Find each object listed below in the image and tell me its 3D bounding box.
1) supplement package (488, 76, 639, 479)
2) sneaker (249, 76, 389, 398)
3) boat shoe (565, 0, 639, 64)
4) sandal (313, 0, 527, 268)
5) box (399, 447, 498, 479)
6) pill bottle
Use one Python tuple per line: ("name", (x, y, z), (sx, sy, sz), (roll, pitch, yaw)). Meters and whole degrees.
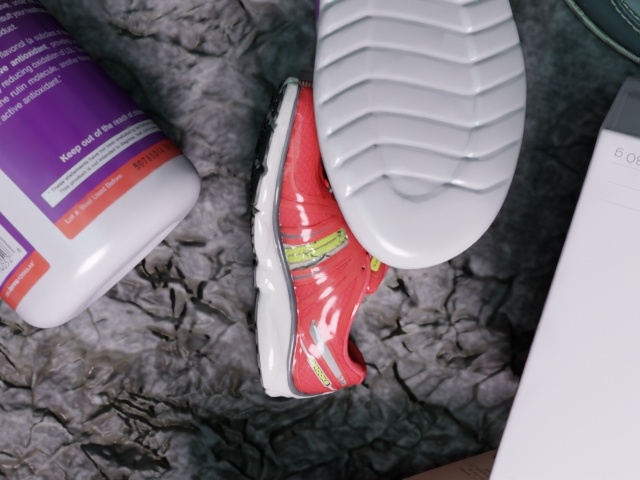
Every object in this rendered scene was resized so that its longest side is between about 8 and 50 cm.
("supplement package", (0.252, 0.059, 0.589), (0.177, 0.175, 0.293), (18, 118, 17))
("sneaker", (0.000, 0.000, 0.698), (0.118, 0.107, 0.279), (-2, 109, -5))
("boat shoe", (0.222, -0.265, 0.628), (0.116, 0.099, 0.320), (-32, 96, 8))
("sandal", (0.062, -0.185, 0.659), (0.169, 0.102, 0.417), (-6, 87, -10))
("box", (0.057, 0.293, 0.672), (0.311, 0.121, 0.148), (-11, 99, -16))
("pill bottle", (-0.259, -0.099, 0.645), (0.181, 0.181, 0.323), (-42, 95, 9))
